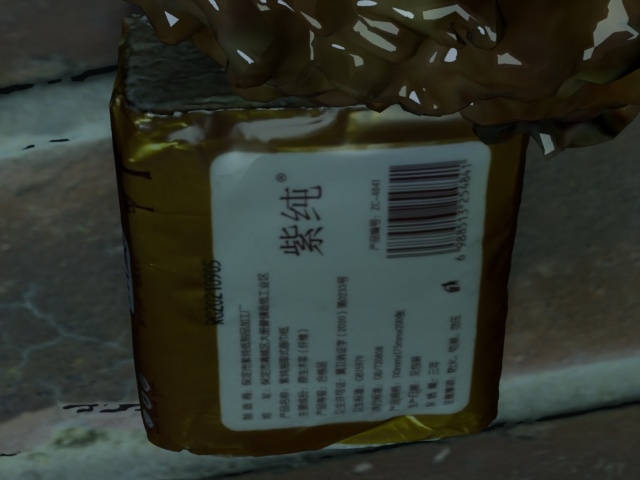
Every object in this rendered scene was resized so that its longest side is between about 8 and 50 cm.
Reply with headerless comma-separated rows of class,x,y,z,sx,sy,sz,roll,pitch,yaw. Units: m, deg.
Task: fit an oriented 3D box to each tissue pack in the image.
tissue pack,0.000,0.000,0.863,0.183,0.092,0.226,-2,136,-2

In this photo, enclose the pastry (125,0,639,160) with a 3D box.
pastry,0.006,-0.187,0.490,0.405,0.337,0.292,33,108,-31
